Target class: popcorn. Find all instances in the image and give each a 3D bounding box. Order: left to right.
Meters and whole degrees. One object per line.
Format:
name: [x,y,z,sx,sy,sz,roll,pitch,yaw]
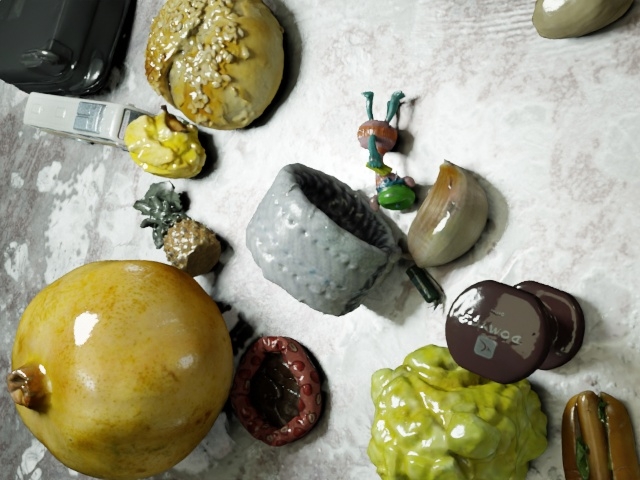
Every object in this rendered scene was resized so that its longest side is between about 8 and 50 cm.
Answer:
popcorn: [-0.315,-0.191,1.439,0.148,0.167,0.152,-105,35,-58]
popcorn: [0.180,0.265,1.016,0.242,0.250,0.234,-13,85,32]

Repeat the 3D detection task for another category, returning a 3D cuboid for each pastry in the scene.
pastry: [-0.222,-0.373,1.384,0.284,0.184,0.315,-46,63,18]

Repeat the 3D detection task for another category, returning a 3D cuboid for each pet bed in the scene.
pet bed: [-0.081,0.276,1.294,0.201,0.053,0.201,-1,88,34]

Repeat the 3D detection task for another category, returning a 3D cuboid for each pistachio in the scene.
pistachio: [0.387,-0.358,1.057,0.149,0.113,0.113,-28,70,42]

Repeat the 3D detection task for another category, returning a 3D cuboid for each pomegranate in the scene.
pomegranate: [-0.367,0.232,1.284,0.417,0.417,0.416,-4,82,32]

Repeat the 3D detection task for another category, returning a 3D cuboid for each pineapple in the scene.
pineapple: [-0.296,-0.028,1.441,0.237,0.119,0.111,43,151,33]

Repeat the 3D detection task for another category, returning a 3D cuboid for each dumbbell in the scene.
dumbbell: [0.276,0.122,0.986,0.140,0.225,0.124,20,97,34]

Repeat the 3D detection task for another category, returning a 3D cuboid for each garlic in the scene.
garlic: [0.192,-0.024,1.154,0.128,0.091,0.198,46,115,43]

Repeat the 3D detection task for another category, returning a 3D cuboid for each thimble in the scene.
thimble: [0.000,0.000,1.186,0.245,0.217,0.157,42,114,18]

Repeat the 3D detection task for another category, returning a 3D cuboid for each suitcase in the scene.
suitcase: [-0.610,-0.514,1.627,0.340,0.188,0.345,8,81,35]

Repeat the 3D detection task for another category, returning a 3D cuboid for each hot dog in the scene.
hot dog: [0.390,0.334,0.982,0.100,0.068,0.249,-12,78,29]

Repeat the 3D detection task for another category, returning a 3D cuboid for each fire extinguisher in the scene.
fire extinguisher: [0.176,0.077,1.174,0.038,0.025,0.083,-32,66,0]

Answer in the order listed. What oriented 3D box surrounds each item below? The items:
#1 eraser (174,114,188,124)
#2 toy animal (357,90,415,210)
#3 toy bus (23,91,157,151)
eraser: [-0.316,-0.226,1.522,0.038,0.019,0.083,30,100,30]
toy animal: [0.107,-0.156,1.202,0.100,0.103,0.208,-6,77,22]
toy bus: [-0.511,-0.268,1.579,0.343,0.138,0.097,14,89,34]
